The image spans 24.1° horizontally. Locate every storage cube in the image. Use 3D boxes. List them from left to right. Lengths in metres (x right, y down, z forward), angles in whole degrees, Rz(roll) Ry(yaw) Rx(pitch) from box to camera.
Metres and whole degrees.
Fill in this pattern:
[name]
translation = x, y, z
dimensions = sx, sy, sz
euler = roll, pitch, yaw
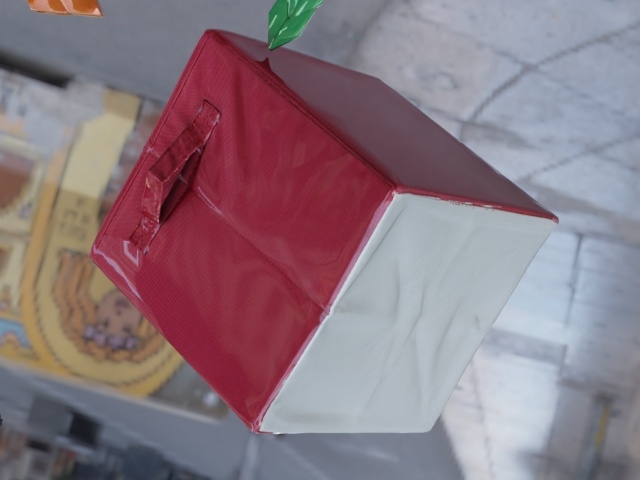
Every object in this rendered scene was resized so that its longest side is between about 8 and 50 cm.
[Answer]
[storage cube]
translation = 0.000, 0.000, 0.989
dimensions = 0.215, 0.184, 0.193
euler = 8, -153, -51

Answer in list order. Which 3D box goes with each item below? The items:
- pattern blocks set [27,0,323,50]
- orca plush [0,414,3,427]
[pattern blocks set]
translation = -0.104, -0.269, 0.957
dimensions = 0.325, 0.285, 0.026
euler = 44, -177, 0
[orca plush]
translation = -0.266, 0.140, 0.900
dimensions = 0.102, 0.287, 0.151
euler = -37, 166, 26
